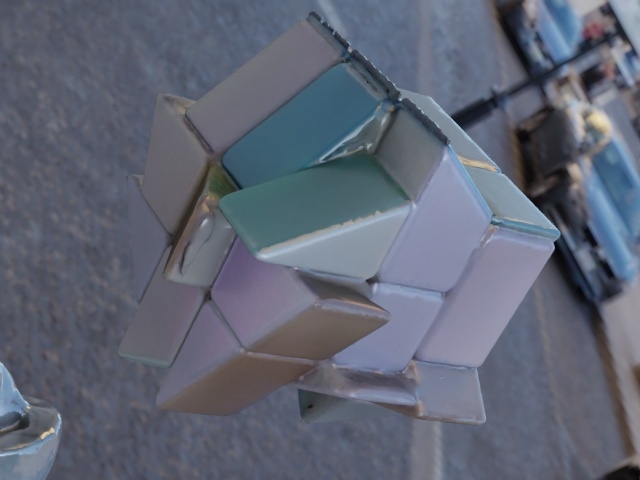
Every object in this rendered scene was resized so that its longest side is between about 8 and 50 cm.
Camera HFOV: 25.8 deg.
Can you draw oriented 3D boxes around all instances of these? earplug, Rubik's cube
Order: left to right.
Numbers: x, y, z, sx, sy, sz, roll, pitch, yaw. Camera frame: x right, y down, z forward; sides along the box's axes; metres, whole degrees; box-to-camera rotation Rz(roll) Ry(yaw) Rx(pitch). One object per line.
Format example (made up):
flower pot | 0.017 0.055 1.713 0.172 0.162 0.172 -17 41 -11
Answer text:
earplug | -0.468 0.207 1.750 0.325 0.175 0.214 47 5 -21
Rubik's cube | 0.000 0.000 1.345 0.358 0.368 0.387 13 25 -36
